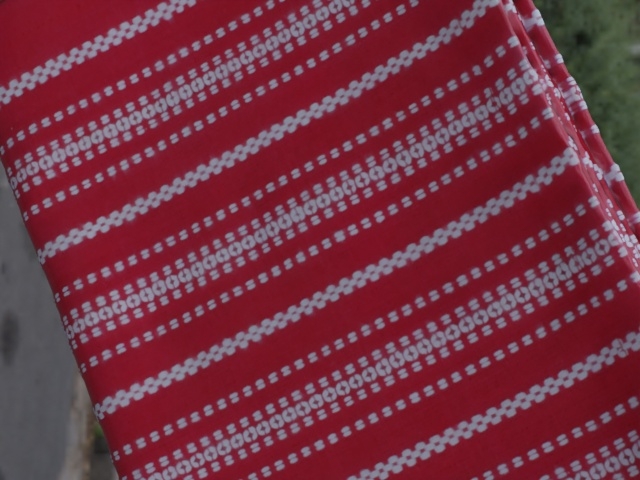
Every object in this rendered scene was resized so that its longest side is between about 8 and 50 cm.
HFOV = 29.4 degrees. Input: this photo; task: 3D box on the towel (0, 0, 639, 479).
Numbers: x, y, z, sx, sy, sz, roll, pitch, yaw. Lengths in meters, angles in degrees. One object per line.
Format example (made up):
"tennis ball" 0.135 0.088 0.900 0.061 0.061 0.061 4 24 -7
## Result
"towel" 0.000 0.000 0.411 0.275 0.199 0.031 66 10 13
